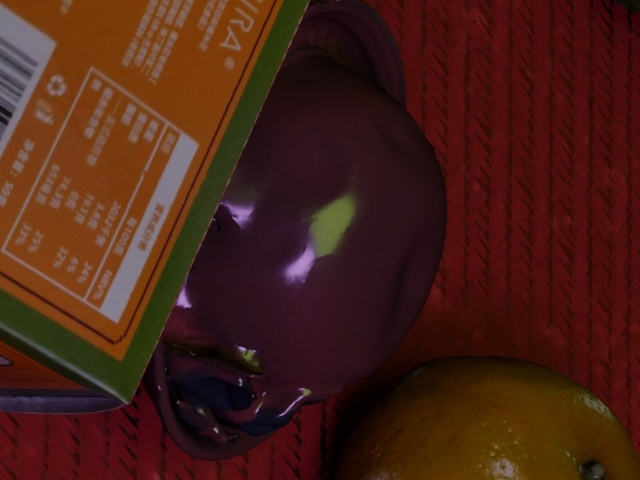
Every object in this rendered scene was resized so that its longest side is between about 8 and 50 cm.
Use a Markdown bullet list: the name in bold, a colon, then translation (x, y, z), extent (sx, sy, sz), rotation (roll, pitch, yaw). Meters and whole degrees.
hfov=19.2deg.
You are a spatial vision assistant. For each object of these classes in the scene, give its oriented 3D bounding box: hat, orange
- **hat**: translation (0.000, 0.000, 0.794), extent (0.205, 0.089, 0.205), rotation (-46, 145, -48)
- **orange**: translation (0.082, 0.124, 0.859), extent (0.156, 0.124, 0.156), rotation (16, 60, -30)

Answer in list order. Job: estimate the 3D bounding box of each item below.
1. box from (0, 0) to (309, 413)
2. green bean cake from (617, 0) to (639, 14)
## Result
- **box**: translation (-0.122, -0.054, 0.689), extent (0.148, 0.177, 0.195), rotation (34, 67, -30)
- **green bean cake**: translation (0.279, -0.228, 0.966), extent (0.156, 0.250, 0.247), rotation (10, 80, -36)
